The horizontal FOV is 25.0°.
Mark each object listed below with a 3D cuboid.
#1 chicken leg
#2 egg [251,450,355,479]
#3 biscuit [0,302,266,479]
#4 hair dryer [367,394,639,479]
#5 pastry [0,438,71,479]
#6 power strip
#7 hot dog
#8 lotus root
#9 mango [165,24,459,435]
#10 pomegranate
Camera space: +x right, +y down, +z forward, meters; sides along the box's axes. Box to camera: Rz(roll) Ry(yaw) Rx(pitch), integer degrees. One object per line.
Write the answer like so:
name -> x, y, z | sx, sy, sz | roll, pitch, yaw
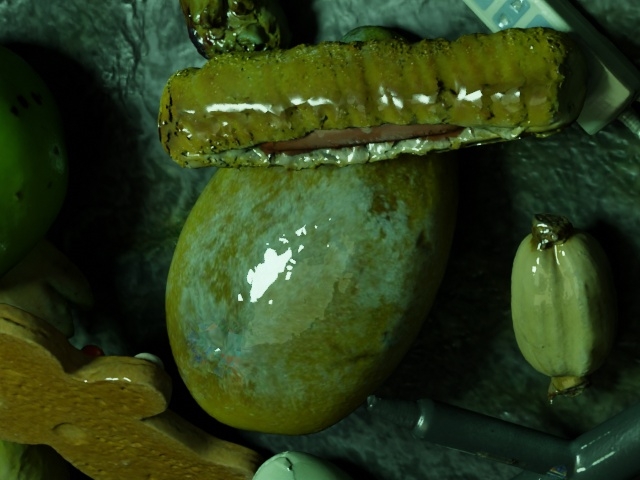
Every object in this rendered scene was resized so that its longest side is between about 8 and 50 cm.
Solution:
chicken leg -> -0.084, -0.201, 1.027 | 0.178, 0.070, 0.093 | 60, 170, -4
egg -> -0.006, 0.243, 1.176 | 0.114, 0.114, 0.152 | -12, 105, 38
biscuit -> -0.191, 0.137, 1.205 | 0.205, 0.049, 0.324 | -19, 136, 38
hair dryer -> 0.136, 0.132, 1.010 | 0.195, 0.050, 0.173 | 27, 134, -25
pastry -> -0.383, 0.198, 1.387 | 0.356, 0.164, 0.356 | 11, 113, 28
power strip -> 0.148, -0.133, 0.937 | 0.191, 0.030, 0.047 | 48, 131, 6
hot dog -> 0.026, -0.093, 0.930 | 0.289, 0.068, 0.083 | -4, 73, 21
lotus root -> 0.168, 0.047, 0.992 | 0.073, 0.062, 0.150 | -4, 119, 12
mango -> 0.000, 0.000, 1.039 | 0.193, 0.146, 0.316 | 33, 108, 20
pomegranate -> -0.293, -0.026, 1.175 | 0.236, 0.236, 0.302 | -7, 127, 36
